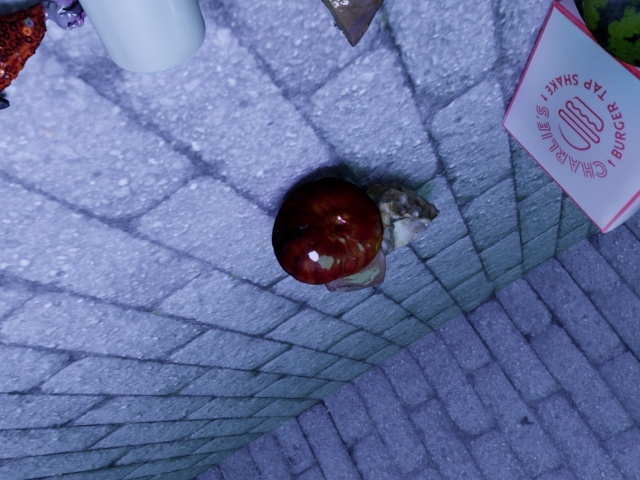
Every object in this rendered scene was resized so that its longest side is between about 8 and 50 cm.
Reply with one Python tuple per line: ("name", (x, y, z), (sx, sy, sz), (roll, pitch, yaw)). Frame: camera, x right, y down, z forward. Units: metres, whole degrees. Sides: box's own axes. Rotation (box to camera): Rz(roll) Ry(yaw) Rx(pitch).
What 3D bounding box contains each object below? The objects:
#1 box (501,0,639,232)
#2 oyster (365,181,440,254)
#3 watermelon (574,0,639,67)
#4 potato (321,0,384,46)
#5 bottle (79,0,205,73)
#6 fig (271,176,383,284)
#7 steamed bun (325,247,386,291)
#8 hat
("box", (0.571, -0.261, 0.950), (0.300, 0.314, 0.312), (-27, 155, -12))
("oyster", (0.162, -0.053, 1.144), (0.166, 0.110, 0.341), (-29, 159, 22))
("watermelon", (0.470, -0.372, 0.678), (0.285, 0.285, 0.285), (-24, 154, -12))
("potato", (0.048, -0.286, 0.609), (0.101, 0.089, 0.172), (-36, 153, 8))
("bottle", (-0.167, -0.255, 0.423), (0.104, 0.104, 0.245), (-25, 154, -9))
("fig", (-0.007, -0.014, 0.996), (0.204, 0.186, 0.249), (-35, -169, -20))
("steamed bun", (0.077, 0.074, 1.273), (0.145, 0.106, 0.175), (-15, 164, -12))
("hat", (-0.311, -0.164, 0.473), (0.227, 0.129, 0.140), (-43, 134, -12))
